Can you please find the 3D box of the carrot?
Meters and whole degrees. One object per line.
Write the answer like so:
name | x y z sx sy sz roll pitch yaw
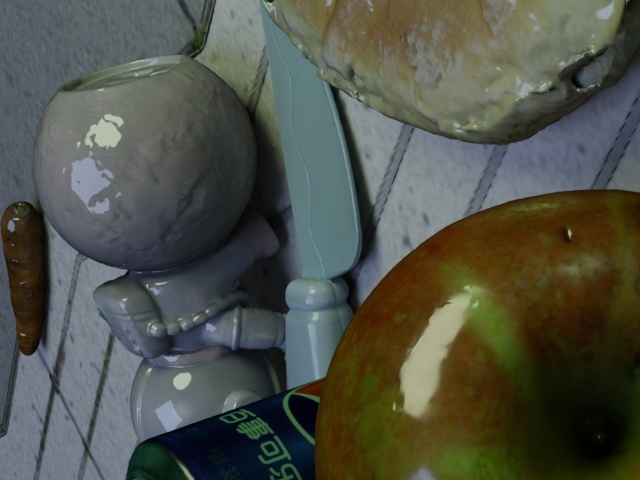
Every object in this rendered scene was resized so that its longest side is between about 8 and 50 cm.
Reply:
carrot | -0.250 0.036 1.506 0.035 0.035 0.165 40 141 41

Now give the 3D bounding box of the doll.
doll | -0.093 0.028 1.147 0.151 0.151 0.287 14 121 55

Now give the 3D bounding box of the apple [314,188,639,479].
apple | 0.122 0.099 0.796 0.246 0.246 0.226 62 178 14

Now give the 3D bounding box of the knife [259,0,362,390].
knife | 0.001 0.001 1.083 0.080 0.044 0.331 15 116 55

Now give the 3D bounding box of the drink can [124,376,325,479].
drink can | -0.004 0.140 0.998 0.118 0.205 0.118 33 131 48

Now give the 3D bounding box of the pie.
pie | 0.051 -0.189 0.856 0.337 0.075 0.338 32 134 40
